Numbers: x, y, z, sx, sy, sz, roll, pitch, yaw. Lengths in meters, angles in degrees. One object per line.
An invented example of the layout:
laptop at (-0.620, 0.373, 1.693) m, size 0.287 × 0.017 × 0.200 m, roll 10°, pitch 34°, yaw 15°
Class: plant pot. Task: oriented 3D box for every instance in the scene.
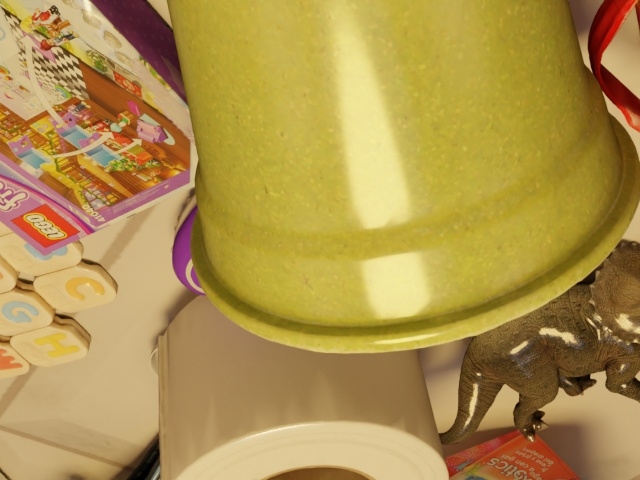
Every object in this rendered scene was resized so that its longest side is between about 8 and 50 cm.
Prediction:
plant pot at (0.025, -0.125, 0.520) m, size 0.276 × 0.276 × 0.253 m, roll -8°, pitch 125°, yaw 12°

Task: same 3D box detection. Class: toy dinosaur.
toy dinosaur at (0.214, 0.092, 0.855) m, size 0.314 × 0.121 × 0.160 m, roll -19°, pitch 122°, yaw 29°

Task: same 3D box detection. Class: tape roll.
tape roll at (-0.021, 0.164, 0.856) m, size 0.246 × 0.169 × 0.246 m, roll -6°, pitch 136°, yaw -6°

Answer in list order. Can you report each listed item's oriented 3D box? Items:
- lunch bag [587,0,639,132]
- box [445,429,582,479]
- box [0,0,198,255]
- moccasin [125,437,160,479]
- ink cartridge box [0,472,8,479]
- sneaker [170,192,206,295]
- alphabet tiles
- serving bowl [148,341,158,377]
lunch bag at (0.295, -0.131, 0.576) m, size 0.258 × 0.120 × 0.293 m, roll -11°, pitch 137°, yaw 16°
box at (0.208, 0.374, 1.012) m, size 0.154 × 0.142 × 0.299 m, roll -19°, pitch 112°, yaw -10°
box at (-0.215, -0.123, 0.658) m, size 0.201 × 0.057 × 0.293 m, roll -22°, pitch 132°, yaw 24°
moccasin at (-0.257, 0.339, 1.092) m, size 0.342 × 0.137 × 0.117 m, roll -44°, pitch 115°, yaw 3°
ink cartridge box at (-0.493, 0.322, 1.111) m, size 0.223 × 0.129 × 0.307 m, roll -7°, pitch 137°, yaw 11°
sneaker at (0.000, -0.001, 0.716) m, size 0.293 × 0.146 × 0.102 m, roll -23°, pitch 132°, yaw 25°
alphabet tiles at (-0.341, 0.037, 0.870) m, size 0.278 × 0.021 × 0.284 m, roll -15°, pitch 134°, yaw 19°
serving bowl at (-0.124, 0.112, 0.935) m, size 0.083 × 0.027 × 0.083 m, roll 2°, pitch 138°, yaw 2°
